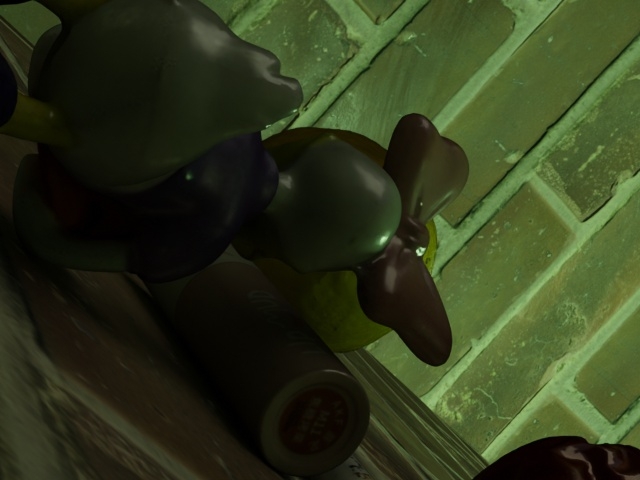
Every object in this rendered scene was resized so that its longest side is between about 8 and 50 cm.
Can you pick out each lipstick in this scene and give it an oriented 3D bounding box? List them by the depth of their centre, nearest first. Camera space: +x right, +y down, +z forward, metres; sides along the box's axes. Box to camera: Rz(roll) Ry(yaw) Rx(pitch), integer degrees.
[{"bbox_3d":[-0.050,0.058,0.893,0.070,0.070,0.254,44,0,-32],"label":"lipstick"}]

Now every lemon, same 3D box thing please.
[{"bbox_3d":[0.001,0.001,1.389,0.236,0.236,0.263,44,26,12],"label":"lemon"}]

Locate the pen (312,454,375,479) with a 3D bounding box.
[{"bbox_3d":[0.007,0.140,0.857,0.033,0.033,0.269,44,1,-38],"label":"pen"}]

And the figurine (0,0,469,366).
[{"bbox_3d":[-0.065,-0.056,0.737,0.193,0.154,0.421,-2,-20,32],"label":"figurine"}]

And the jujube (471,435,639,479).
[{"bbox_3d":[0.174,0.213,0.901,0.174,0.174,0.250,43,11,24],"label":"jujube"}]
